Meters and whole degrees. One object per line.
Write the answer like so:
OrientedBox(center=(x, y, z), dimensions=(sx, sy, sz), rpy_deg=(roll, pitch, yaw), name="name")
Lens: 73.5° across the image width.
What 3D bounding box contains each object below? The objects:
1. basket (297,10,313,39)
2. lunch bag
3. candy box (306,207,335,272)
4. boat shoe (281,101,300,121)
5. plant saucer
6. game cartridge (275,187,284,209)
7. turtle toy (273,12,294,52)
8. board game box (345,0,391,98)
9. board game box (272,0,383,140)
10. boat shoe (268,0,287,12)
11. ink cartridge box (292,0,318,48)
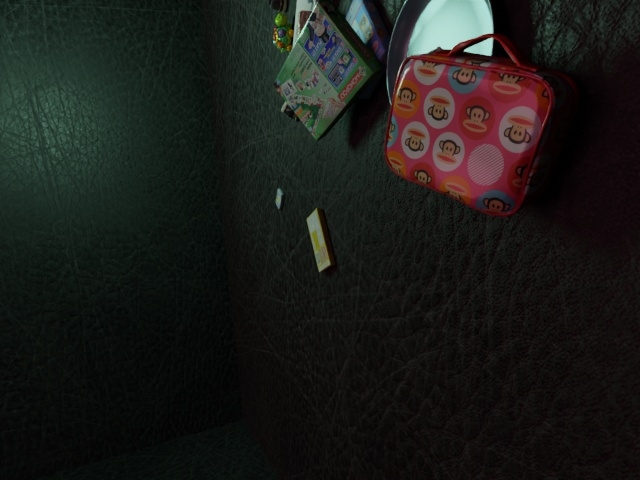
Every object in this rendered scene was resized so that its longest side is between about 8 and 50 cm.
OrientedBox(center=(-0.012, -0.569, 1.233), dimensions=(0.103, 0.113, 0.167), rpy_deg=(-93, 6, -66), name="basket")
OrientedBox(center=(0.248, -0.203, 0.711), dimensions=(0.293, 0.120, 0.258), rpy_deg=(35, 134, 39), name="lunch bag")
OrientedBox(center=(0.000, 0.000, 1.496), dimensions=(0.105, 0.027, 0.206), rpy_deg=(-38, 62, 60), name="candy box")
OrientedBox(center=(-0.052, -0.495, 1.450), dimensions=(0.079, 0.084, 0.233), rpy_deg=(43, 144, -4), name="boat shoe")
OrientedBox(center=(0.237, -0.362, 0.859), dimensions=(0.317, 0.043, 0.318), rpy_deg=(173, 90, -65), name="plant saucer")
OrientedBox(center=(-0.175, -0.176, 1.853), dimensions=(0.056, 0.017, 0.083), rpy_deg=(56, 145, 39), name="game cartridge")
OrientedBox(center=(-0.137, -0.750, 1.552), dimensions=(0.095, 0.066, 0.130), rpy_deg=(-125, 36, -46), name="turtle toy")
OrientedBox(center=(0.110, -0.502, 1.106), dimensions=(0.160, 0.039, 0.212), rpy_deg=(126, 133, -57), name="board game box")
OrientedBox(center=(0.004, -0.434, 1.140), dimensions=(0.213, 0.046, 0.317), rpy_deg=(51, 148, -2), name="board game box")
OrientedBox(center=(-0.179, -0.938, 1.599), dimensions=(0.075, 0.065, 0.206), rpy_deg=(126, 132, -57), name="boat shoe")
OrientedBox(center=(-0.044, -0.743, 1.354), dimensions=(0.261, 0.066, 0.296), rpy_deg=(51, 140, 49), name="ink cartridge box")
